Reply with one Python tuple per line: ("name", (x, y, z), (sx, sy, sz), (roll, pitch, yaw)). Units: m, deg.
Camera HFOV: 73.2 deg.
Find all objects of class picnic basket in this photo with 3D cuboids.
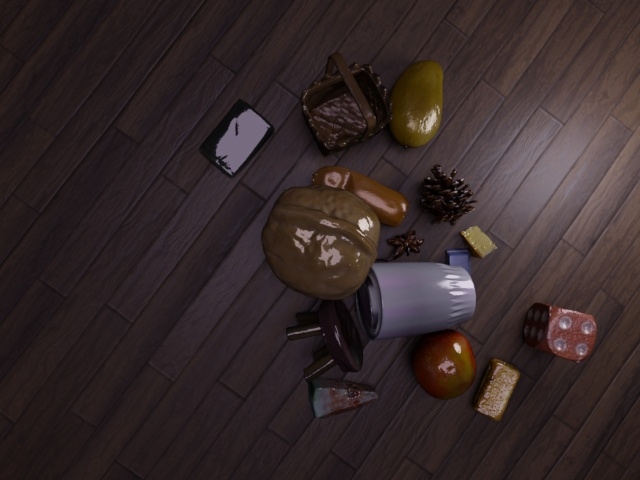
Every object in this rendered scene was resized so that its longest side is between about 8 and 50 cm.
("picnic basket", (0.089, -0.445, 1.429), (0.291, 0.321, 0.254), (-27, 88, -5))

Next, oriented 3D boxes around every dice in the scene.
("dice", (0.844, 0.324, 1.534), (0.179, 0.175, 0.174), (13, 90, -4))

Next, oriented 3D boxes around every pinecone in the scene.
("pinecone", (0.437, -0.161, 1.517), (0.185, 0.168, 0.212), (-20, 73, -45))

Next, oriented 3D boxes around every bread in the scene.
("bread", (0.576, -0.001, 1.568), (0.084, 0.080, 0.109), (-30, 94, -5))
("bread", (0.636, 0.542, 1.566), (0.113, 0.083, 0.211), (25, 88, 2))

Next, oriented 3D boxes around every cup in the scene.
("cup", (0.308, 0.197, 1.461), (0.371, 0.253, 0.254), (-2, 90, -15))

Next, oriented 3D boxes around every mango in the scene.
("mango", (0.335, -0.488, 1.535), (0.195, 0.142, 0.332), (7, 82, -8))

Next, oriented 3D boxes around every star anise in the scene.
("star anise", (0.285, 0.030, 1.561), (0.190, 0.070, 0.098), (-18, 64, -2))

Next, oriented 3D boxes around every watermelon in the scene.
("watermelon", (0.082, 0.565, 1.540), (0.240, 0.094, 0.154), (-5, 97, -6))

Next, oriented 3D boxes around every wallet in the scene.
("wallet", (-0.300, -0.363, 1.537), (0.168, 0.052, 0.245), (42, 92, -2))

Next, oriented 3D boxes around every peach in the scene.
("peach", (0.428, 0.425, 1.490), (0.230, 0.231, 0.231), (0, 90, -3))

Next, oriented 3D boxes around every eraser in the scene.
("eraser", (0.510, 0.142, 1.584), (0.081, 0.036, 0.225), (-3, 89, -4))

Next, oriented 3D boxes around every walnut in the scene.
("walnut", (0.000, 0.000, 1.350), (0.380, 0.381, 0.382), (0, 90, -3))

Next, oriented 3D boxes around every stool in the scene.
("stool", (0.020, 0.332, 1.458), (0.178, 0.272, 0.272), (-23, 91, 13))

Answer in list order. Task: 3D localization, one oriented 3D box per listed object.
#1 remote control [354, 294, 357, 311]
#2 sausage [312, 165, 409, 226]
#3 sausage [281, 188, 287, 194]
("remote control", (0.160, 0.160, 1.567), (0.059, 0.028, 0.212), (5, 90, -7))
("sausage", (0.136, -0.165, 1.528), (0.353, 0.116, 0.134), (26, 102, 0))
("sausage", (-0.028, -0.095, 1.534), (0.263, 0.083, 0.083), (26, 88, -4))
